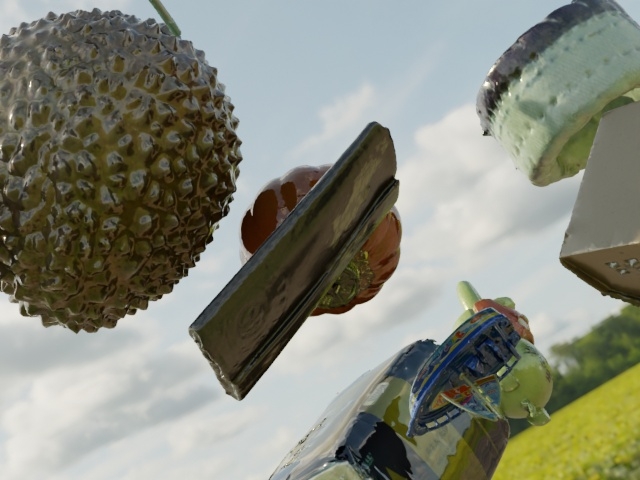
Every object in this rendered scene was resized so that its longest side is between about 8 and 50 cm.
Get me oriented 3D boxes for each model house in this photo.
[{"bbox_3d":[0.385,-0.010,1.109,0.248,0.180,0.176,29,-21,-27],"label":"model house"}]

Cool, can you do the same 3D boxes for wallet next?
[{"bbox_3d":[-0.014,0.025,1.304,0.321,0.044,0.170,-49,-29,-18],"label":"wallet"}]

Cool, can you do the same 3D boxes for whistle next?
[{"bbox_3d":[0.257,0.153,1.690,0.106,0.288,0.131,-35,-54,12],"label":"whistle"}]

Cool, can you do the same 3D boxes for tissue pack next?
[{"bbox_3d":[0.090,0.367,1.774,0.264,0.253,0.416,-42,1,30],"label":"tissue pack"}]

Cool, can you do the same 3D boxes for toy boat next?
[{"bbox_3d":[0.166,0.164,1.305,0.175,0.110,0.091,-43,-49,-4],"label":"toy boat"}]

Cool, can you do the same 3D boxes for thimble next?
[{"bbox_3d":[0.309,-0.179,1.455,0.237,0.150,0.237,-29,-22,-13],"label":"thimble"}]

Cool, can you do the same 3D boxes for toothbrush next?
[{"bbox_3d":[-0.178,-0.253,1.071,0.014,0.167,0.011,-20,31,29],"label":"toothbrush"}]

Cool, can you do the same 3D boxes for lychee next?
[{"bbox_3d":[-0.281,-0.094,1.495,0.380,0.432,0.380,5,-31,3],"label":"lychee"}]

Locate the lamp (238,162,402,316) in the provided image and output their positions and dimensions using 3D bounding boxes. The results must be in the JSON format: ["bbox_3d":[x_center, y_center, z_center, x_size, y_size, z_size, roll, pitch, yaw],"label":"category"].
[{"bbox_3d":[0.000,0.000,1.563,0.223,0.196,0.223,-6,-49,-7],"label":"lamp"}]
